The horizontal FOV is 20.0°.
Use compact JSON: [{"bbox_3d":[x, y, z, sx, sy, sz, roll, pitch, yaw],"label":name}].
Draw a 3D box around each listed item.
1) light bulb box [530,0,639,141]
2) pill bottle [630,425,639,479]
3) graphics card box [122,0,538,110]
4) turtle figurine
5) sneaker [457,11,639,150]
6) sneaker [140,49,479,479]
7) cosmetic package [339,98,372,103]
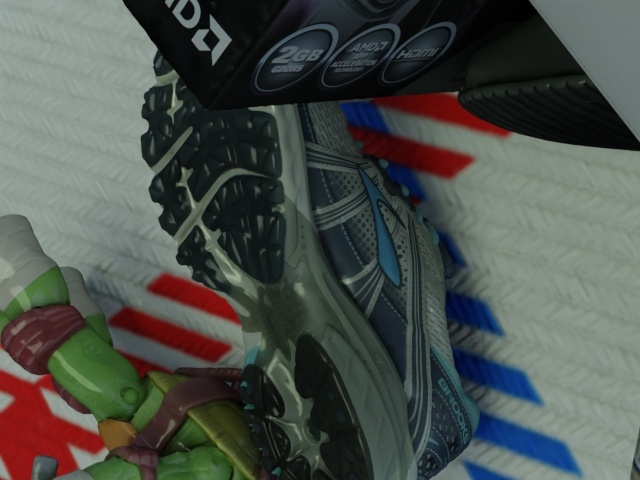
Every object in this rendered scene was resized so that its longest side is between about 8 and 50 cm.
[{"bbox_3d":[0.225,-0.227,0.478,0.225,0.361,0.358,57,166,23],"label":"light bulb box"},{"bbox_3d":[0.198,0.047,0.805,0.094,0.094,0.169,19,109,35],"label":"pill bottle"},{"bbox_3d":[0.096,-0.213,0.753,0.371,0.232,0.094,-48,68,31],"label":"graphics card box"},{"bbox_3d":[-0.141,0.139,1.026,0.266,0.197,0.275,51,120,25],"label":"turtle figurine"},{"bbox_3d":[0.200,-0.126,0.778,0.330,0.122,0.146,-13,70,42],"label":"sneaker"},{"bbox_3d":[0.000,0.000,0.939,0.110,0.122,0.283,-16,91,48],"label":"sneaker"},{"bbox_3d":[-0.003,-0.133,0.971,0.115,0.041,0.060,48,123,22],"label":"cosmetic package"}]
